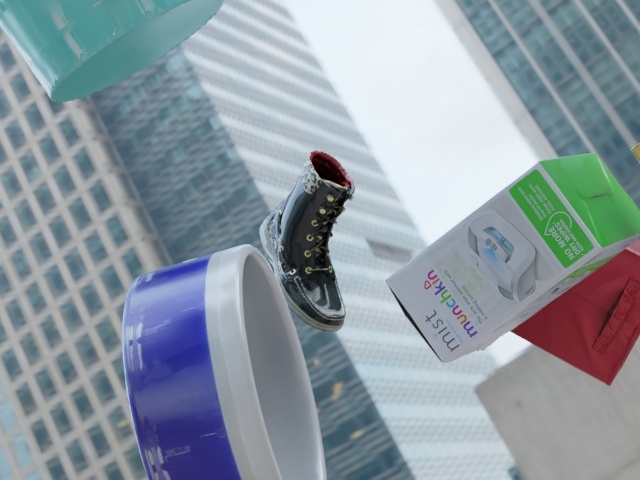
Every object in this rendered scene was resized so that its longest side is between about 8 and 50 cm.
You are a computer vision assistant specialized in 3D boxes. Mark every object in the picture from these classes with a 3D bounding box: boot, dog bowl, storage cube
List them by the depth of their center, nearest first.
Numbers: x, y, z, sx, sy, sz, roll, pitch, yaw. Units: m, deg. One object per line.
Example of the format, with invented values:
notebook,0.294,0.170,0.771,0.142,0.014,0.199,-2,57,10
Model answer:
dog bowl,-0.078,0.143,1.110,0.104,0.264,0.265,-14,-21,8
storage cube,0.373,0.070,1.793,0.183,0.193,0.215,-64,-14,11
boot,-0.002,-0.001,1.896,0.085,0.236,0.178,2,-45,-35

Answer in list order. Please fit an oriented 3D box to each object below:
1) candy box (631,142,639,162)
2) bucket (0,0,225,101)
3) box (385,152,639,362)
candy box,0.430,-0.043,1.439,0.053,0.186,0.109,-33,-4,22
bucket,-0.255,-0.299,1.479,0.281,0.183,0.281,-31,1,1
box,0.240,0.018,1.497,0.231,0.126,0.262,-39,-11,25
